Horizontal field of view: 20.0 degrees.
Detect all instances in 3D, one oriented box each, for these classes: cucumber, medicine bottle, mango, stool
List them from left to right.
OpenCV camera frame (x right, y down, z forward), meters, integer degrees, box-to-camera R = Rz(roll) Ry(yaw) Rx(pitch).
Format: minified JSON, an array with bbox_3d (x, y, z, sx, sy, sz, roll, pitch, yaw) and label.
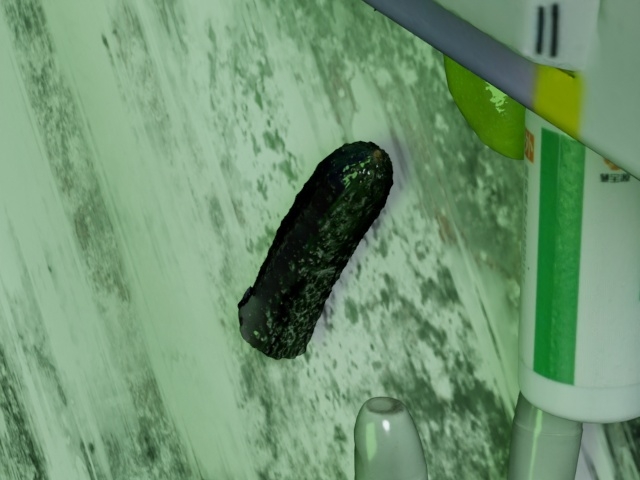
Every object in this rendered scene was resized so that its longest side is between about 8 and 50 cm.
[{"bbox_3d":[-0.002,-0.002,1.372,0.067,0.067,0.245,57,143,25],"label":"cucumber"},{"bbox_3d":[0.110,-0.129,1.119,0.091,0.074,0.165,-17,88,61],"label":"mango"},{"bbox_3d":[0.133,0.201,1.126,0.195,0.195,0.198,35,127,47],"label":"stool"},{"bbox_3d":[0.164,-0.024,1.062,0.095,0.095,0.260,31,130,49],"label":"medicine bottle"}]

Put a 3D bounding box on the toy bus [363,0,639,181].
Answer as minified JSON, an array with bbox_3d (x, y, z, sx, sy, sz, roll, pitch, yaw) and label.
[{"bbox_3d":[0.193,-0.143,0.788,0.440,0.249,0.209,40,143,42],"label":"toy bus"}]
